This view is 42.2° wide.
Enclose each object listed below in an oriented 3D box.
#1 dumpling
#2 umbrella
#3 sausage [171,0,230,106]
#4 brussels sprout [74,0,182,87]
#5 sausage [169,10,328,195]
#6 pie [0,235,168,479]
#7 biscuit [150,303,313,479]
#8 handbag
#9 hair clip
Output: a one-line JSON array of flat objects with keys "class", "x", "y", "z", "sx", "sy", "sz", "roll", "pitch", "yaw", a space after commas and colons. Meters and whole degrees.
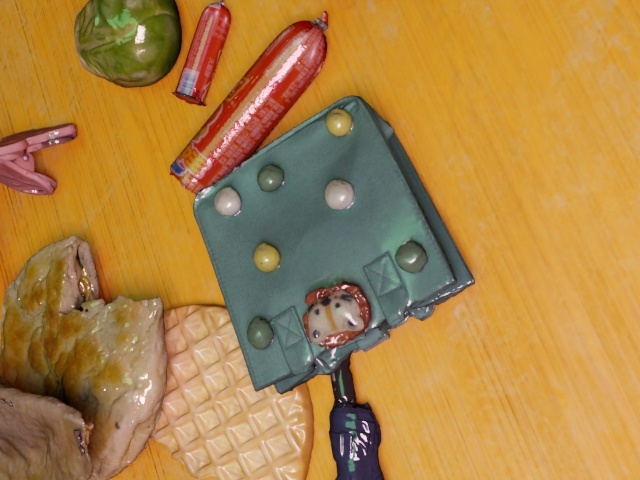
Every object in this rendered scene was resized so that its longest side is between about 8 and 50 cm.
[{"class": "dumpling", "x": -0.346, "y": 0.229, "z": 0.980, "sx": 0.332, "sy": 0.086, "sz": 0.166, "roll": 13, "pitch": 115, "yaw": 40}, {"class": "umbrella", "x": 0.037, "y": 0.230, "z": 0.924, "sx": 0.071, "sy": 0.071, "sz": 0.248, "roll": -21, "pitch": 70, "yaw": 21}, {"class": "sausage", "x": -0.150, "y": -0.250, "z": 1.080, "sx": 0.048, "sy": 0.050, "sz": 0.145, "roll": 18, "pitch": 90, "yaw": -1}, {"class": "brussels sprout", "x": -0.253, "y": -0.275, "z": 1.089, "sx": 0.155, "sy": 0.117, "sz": 0.155, "roll": -1, "pitch": 85, "yaw": 15}, {"class": "sausage", "x": -0.076, "y": -0.168, "z": 1.017, "sx": 0.274, "sy": 0.074, "sz": 0.074, "roll": -48, "pitch": 67, "yaw": 11}, {"class": "pie", "x": -0.313, "y": 0.166, "z": 1.054, "sx": 0.337, "sy": 0.075, "sz": 0.338, "roll": -4, "pitch": 83, "yaw": 39}, {"class": "biscuit", "x": -0.129, "y": 0.186, "z": 1.014, "sx": 0.309, "sy": 0.040, "sz": 0.205, "roll": 30, "pitch": 96, "yaw": 25}, {"class": "handbag", "x": -0.003, "y": -0.003, "z": 0.927, "sx": 0.268, "sy": 0.100, "sz": 0.274, "roll": -29, "pitch": 62, "yaw": 18}, {"class": "hair clip", "x": -0.420, "y": -0.127, "z": 1.138, "sx": 0.123, "sy": 0.138, "sz": 0.102, "roll": -4, "pitch": 76, "yaw": 32}]
